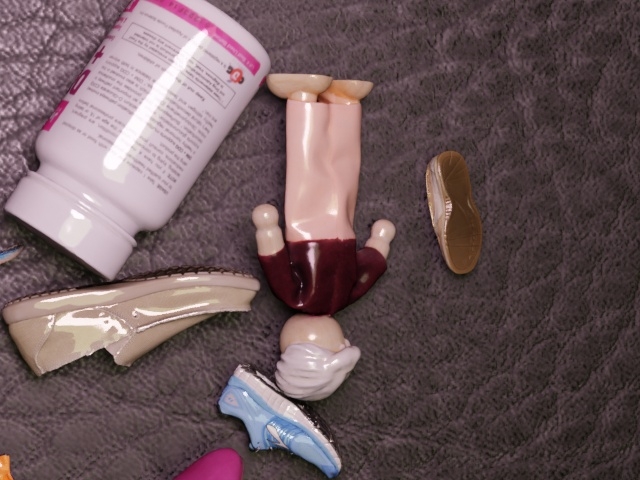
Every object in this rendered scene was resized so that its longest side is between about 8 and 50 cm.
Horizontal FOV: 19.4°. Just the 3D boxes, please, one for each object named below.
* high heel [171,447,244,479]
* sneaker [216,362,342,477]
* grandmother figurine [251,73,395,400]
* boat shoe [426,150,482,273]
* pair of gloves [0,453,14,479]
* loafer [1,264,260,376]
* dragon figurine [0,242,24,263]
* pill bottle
[{"bbox_3d":[-0.243,0.336,1.918,0.181,0.127,0.377,40,84,-24],"label":"high heel"},{"bbox_3d":[-0.044,0.204,2.022,0.162,0.063,0.073,41,98,-9],"label":"sneaker"},{"bbox_3d":[0.000,0.000,1.995,0.208,0.104,0.342,4,89,-35],"label":"grandmother figurine"},{"bbox_3d":[0.145,-0.030,2.067,0.050,0.045,0.135,-5,89,-24],"label":"boat shoe"},{"bbox_3d":[-0.359,0.260,1.949,0.083,0.010,0.074,-1,93,-13],"label":"pair of gloves"},{"bbox_3d":[-0.193,0.083,1.951,0.268,0.102,0.092,-8,95,-6],"label":"loafer"},{"bbox_3d":[-0.444,-0.020,1.879,0.289,0.085,0.144,-9,94,-14],"label":"dragon figurine"},{"bbox_3d":[-0.189,-0.111,1.910,0.160,0.160,0.283,35,82,-14],"label":"pill bottle"}]
